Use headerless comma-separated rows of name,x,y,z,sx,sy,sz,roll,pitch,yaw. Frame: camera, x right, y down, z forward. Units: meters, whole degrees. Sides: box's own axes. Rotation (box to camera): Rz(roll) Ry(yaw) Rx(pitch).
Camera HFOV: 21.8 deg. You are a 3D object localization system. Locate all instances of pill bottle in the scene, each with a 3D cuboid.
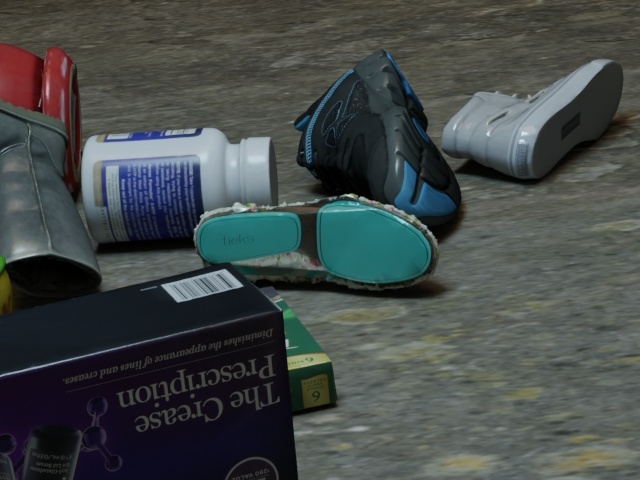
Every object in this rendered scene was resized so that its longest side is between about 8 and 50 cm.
pill bottle,-0.140,-0.057,1.679,0.186,0.112,0.112,-3,20,5

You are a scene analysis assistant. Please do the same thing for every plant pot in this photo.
plant pot,-0.353,-0.128,1.815,0.174,0.191,0.191,-2,20,-2

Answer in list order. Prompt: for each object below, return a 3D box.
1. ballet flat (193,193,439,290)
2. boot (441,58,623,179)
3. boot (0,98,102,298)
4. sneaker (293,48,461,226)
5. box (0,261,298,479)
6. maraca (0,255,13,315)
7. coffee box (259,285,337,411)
ballet flat,0.000,0.000,1.546,0.240,0.091,0.077,6,0,18
boot,0.237,-0.149,1.856,0.123,0.095,0.258,16,29,30
boot,-0.308,-0.044,1.584,0.189,0.076,0.209,8,49,-23
sneaker,0.054,-0.082,1.746,0.139,0.125,0.341,-31,22,9
box,-0.152,0.139,1.053,0.261,0.184,0.103,-13,24,-20
maraca,-0.323,0.076,1.384,0.127,0.099,0.186,-38,13,39
coffee box,-0.065,0.092,1.362,0.113,0.040,0.184,-10,21,-13
